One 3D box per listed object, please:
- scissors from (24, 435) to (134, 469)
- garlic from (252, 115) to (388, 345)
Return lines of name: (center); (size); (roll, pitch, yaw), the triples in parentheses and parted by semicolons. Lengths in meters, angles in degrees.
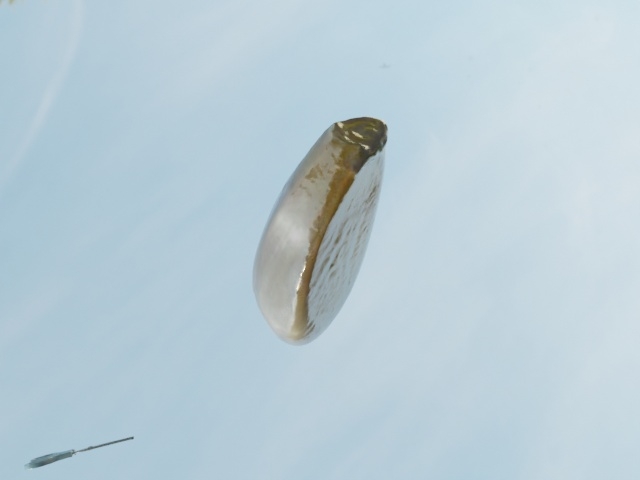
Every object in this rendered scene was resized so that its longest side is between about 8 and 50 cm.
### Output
scissors: (-0.184, 0.161, 0.591); (0.083, 0.036, 0.006); (-14, -95, -3)
garlic: (-0.006, 0.005, 0.795); (0.112, 0.318, 0.143); (40, -130, 13)
